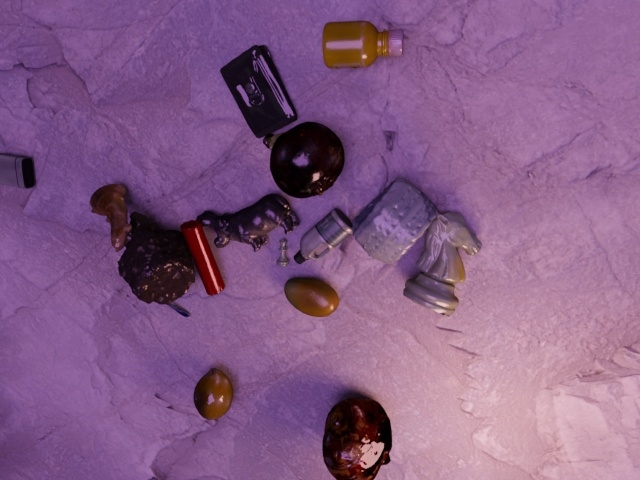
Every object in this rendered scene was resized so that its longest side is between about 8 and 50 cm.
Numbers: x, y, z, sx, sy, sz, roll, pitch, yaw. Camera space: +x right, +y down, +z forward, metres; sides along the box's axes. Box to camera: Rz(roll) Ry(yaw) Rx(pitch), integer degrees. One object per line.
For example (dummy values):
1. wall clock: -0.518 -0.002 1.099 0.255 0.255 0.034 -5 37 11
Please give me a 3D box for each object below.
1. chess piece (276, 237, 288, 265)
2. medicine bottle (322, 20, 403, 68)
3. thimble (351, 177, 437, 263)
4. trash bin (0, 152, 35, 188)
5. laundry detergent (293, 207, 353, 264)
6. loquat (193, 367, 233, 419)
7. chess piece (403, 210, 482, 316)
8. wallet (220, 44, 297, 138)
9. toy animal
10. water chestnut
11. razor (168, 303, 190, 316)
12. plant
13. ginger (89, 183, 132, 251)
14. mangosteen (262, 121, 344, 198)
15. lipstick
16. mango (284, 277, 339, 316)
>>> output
1. chess piece: -0.127 0.038 1.538 0.042 0.042 0.093 6 103 11
2. medicine bottle: 0.119 -0.540 1.253 0.213 0.122 0.121 3 108 11
3. thimble: 0.208 -0.056 1.343 0.172 0.205 0.250 41 116 -1
4. trash bin: -1.115 -0.254 1.654 0.130 0.059 0.116 9 109 11
5. laundry detergent: 0.000 0.000 1.479 0.226 0.070 0.099 -41 101 20
6. loquat: -0.403 0.576 1.714 0.152 0.152 0.195 3 105 12
7. chess piece: 0.379 0.062 1.389 0.176 0.176 0.297 20 98 6
8. wallet: -0.188 -0.450 1.393 0.169 0.052 0.245 -22 104 22
9. toy animal: -0.246 -0.046 1.504 0.344 0.106 0.168 -12 105 19
10. water chestnut: 0.129 0.690 1.570 0.245 0.289 0.288 5 108 6
11. razor: -0.554 0.241 1.702 0.155 0.028 0.044 39 111 -1
12. plant: -0.574 0.048 1.557 0.215 0.213 0.312 -55 50 20
13. ginger: -0.701 -0.085 1.525 0.131 0.294 0.086 -26 146 -5
14. mangosteen: -0.068 -0.256 1.347 0.289 0.231 0.231 40 113 23
15. lipstick: -0.398 0.062 1.551 0.073 0.073 0.279 -4 121 14
16. mango: -0.033 0.188 1.535 0.195 0.092 0.130 27 113 8
